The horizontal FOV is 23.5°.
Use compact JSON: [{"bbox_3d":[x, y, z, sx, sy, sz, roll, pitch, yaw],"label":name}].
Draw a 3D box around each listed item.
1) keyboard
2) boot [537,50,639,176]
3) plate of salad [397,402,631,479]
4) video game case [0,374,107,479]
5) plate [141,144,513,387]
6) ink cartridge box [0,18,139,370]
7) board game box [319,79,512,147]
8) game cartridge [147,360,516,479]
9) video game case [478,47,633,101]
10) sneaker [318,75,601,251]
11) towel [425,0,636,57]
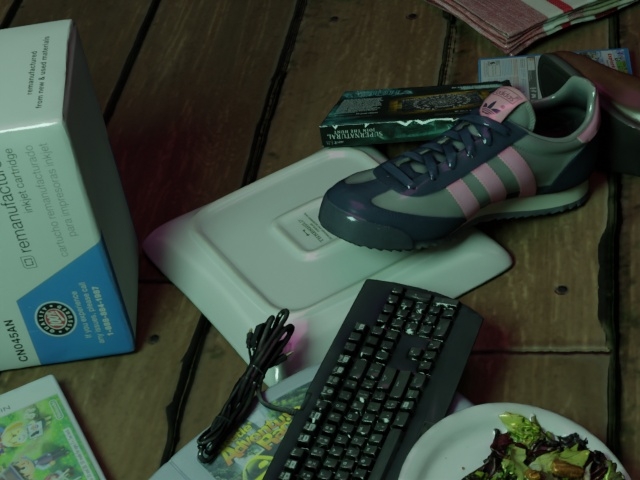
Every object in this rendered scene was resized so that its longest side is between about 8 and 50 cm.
[{"bbox_3d":[-0.001,0.140,1.268,0.202,0.033,0.317,7,41,21],"label":"keyboard"},{"bbox_3d":[0.397,-0.161,1.575,0.280,0.096,0.264,-30,44,-24],"label":"boot"},{"bbox_3d":[0.156,0.209,1.177,0.200,0.048,0.199,4,56,-7],"label":"plate of salad"},{"bbox_3d":[-0.286,0.218,1.317,0.193,0.023,0.212,-22,41,-15],"label":"video game case"},{"bbox_3d":[0.000,0.000,1.506,0.278,0.045,0.277,-26,41,-20],"label":"plate"},{"bbox_3d":[-0.389,-0.017,1.416,0.395,0.285,0.166,-9,41,3],"label":"ink cartridge box"},{"bbox_3d":[0.103,-0.134,1.613,0.186,0.026,0.126,-2,21,15],"label":"board game box"},{"bbox_3d":[-0.004,0.198,1.264,0.294,0.060,0.196,-31,40,-24],"label":"game cartridge"},{"bbox_3d":[0.256,-0.167,1.677,0.166,0.015,0.119,-4,39,8],"label":"video game case"},{"bbox_3d":[0.136,-0.083,1.451,0.319,0.131,0.112,-17,40,-35],"label":"sneaker"},{"bbox_3d":[0.294,-0.330,1.853,0.329,0.037,0.237,-23,39,-18],"label":"towel"}]
